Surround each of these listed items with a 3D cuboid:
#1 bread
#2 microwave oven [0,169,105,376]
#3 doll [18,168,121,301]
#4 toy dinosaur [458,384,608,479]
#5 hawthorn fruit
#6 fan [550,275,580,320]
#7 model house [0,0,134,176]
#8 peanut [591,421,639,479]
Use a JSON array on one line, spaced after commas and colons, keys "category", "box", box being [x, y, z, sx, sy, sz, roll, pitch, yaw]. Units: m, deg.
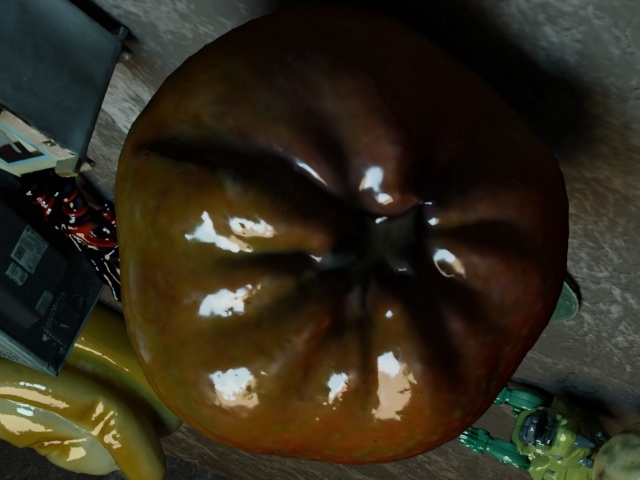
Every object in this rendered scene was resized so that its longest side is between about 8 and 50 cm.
[{"category": "bread", "box": [-0.420, 0.233, 1.927, 0.424, 0.245, 0.329, 30, 162, -22]}, {"category": "microwave oven", "box": [-0.425, 0.007, 1.436, 0.237, 0.181, 0.295, 14, 158, 27]}, {"category": "doll", "box": [-0.230, 0.009, 1.348, 0.249, 0.088, 0.127, 48, 174, -28]}, {"category": "toy dinosaur", "box": [0.255, 0.219, 1.258, 0.153, 0.094, 0.259, 17, 168, 36]}, {"category": "hawthorn fruit", "box": [0.000, 0.000, 0.748, 0.277, 0.277, 0.298, 30, 179, -9]}, {"category": "fan", "box": [0.084, -0.010, 0.982, 0.223, 0.012, 0.294, 7, 153, 48]}, {"category": "model house", "box": [-0.336, -0.162, 0.893, 0.326, 0.169, 0.244, 38, 161, -32]}, {"category": "peanut", "box": [0.402, 0.261, 1.061, 0.325, 0.153, 0.140, 26, 167, 22]}]
